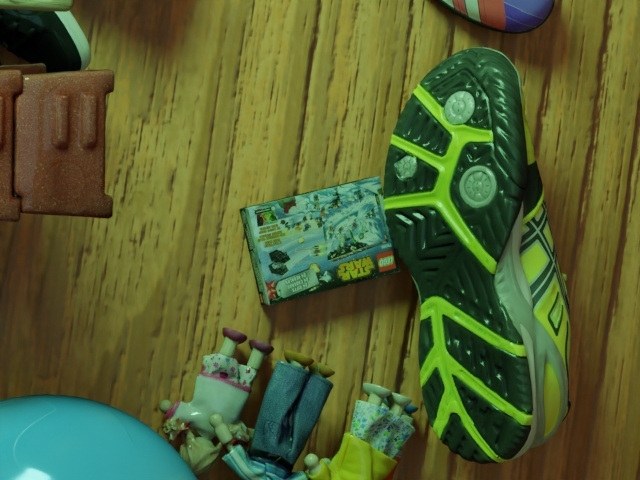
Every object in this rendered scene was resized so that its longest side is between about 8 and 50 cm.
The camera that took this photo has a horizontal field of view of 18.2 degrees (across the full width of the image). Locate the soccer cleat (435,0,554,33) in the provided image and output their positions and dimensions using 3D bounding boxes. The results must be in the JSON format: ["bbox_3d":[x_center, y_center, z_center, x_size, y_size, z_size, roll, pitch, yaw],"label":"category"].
[{"bbox_3d":[0.112,-0.315,1.862,0.318,0.116,0.108,46,75,-15],"label":"soccer cleat"}]

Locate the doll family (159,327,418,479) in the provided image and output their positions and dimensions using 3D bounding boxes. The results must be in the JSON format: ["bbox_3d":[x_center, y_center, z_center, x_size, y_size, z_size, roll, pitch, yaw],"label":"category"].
[{"bbox_3d":[-0.014,0.194,1.810,0.263,0.118,0.163,24,82,-20],"label":"doll family"}]

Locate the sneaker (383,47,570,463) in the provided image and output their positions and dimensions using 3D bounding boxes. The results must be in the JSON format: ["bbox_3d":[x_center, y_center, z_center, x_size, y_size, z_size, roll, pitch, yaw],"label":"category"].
[{"bbox_3d":[0.157,0.012,1.886,0.147,0.145,0.385,-4,91,-57],"label":"sneaker"}]

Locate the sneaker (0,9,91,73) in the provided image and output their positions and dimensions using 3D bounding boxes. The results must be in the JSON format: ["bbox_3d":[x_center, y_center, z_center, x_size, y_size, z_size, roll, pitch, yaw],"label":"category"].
[{"bbox_3d":[-0.307,-0.194,1.703,0.217,0.079,0.121,45,52,-8],"label":"sneaker"}]

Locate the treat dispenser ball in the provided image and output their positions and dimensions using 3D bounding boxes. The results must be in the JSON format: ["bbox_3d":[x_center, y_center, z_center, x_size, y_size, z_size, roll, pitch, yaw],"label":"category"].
[{"bbox_3d":[-0.225,0.270,1.636,0.288,0.288,0.288,0,90,-21],"label":"treat dispenser ball"}]

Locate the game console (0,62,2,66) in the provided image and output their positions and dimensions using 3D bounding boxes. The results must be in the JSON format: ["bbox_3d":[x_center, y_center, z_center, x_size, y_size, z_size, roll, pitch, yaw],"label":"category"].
[{"bbox_3d":[-0.302,-0.099,1.727,0.071,0.107,0.122,-24,99,9],"label":"game console"}]

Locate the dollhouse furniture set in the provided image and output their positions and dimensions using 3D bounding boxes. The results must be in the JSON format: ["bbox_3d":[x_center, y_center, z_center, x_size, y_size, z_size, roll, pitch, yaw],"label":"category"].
[{"bbox_3d":[-0.260,-0.206,1.573,0.152,0.201,0.374,-1,99,-24],"label":"dollhouse furniture set"}]

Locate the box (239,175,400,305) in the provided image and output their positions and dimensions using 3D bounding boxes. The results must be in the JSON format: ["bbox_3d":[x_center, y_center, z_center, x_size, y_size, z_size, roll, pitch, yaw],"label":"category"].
[{"bbox_3d":[0.000,0.000,1.865,0.137,0.027,0.094,-13,94,-21],"label":"box"}]
